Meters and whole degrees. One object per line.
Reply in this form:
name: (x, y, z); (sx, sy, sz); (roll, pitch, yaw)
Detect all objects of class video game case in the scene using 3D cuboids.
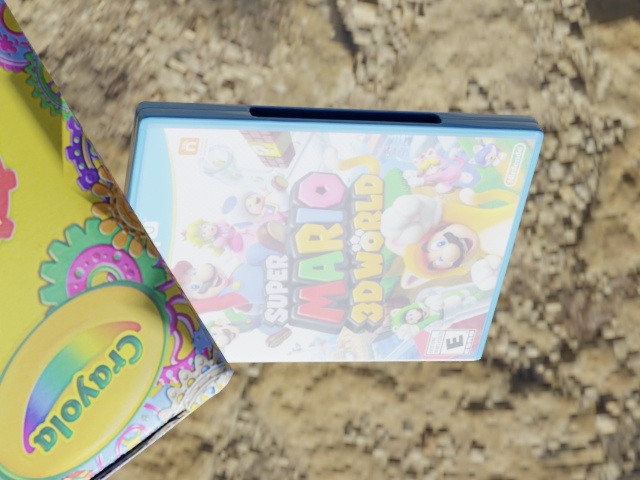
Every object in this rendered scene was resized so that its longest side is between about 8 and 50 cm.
video game case: (0.000, 0.000, 0.722); (0.166, 0.015, 0.119); (1, 124, -17)

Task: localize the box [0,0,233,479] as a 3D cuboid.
box: (-0.229, 0.050, 0.501); (0.290, 0.279, 0.177); (-36, 103, -26)
